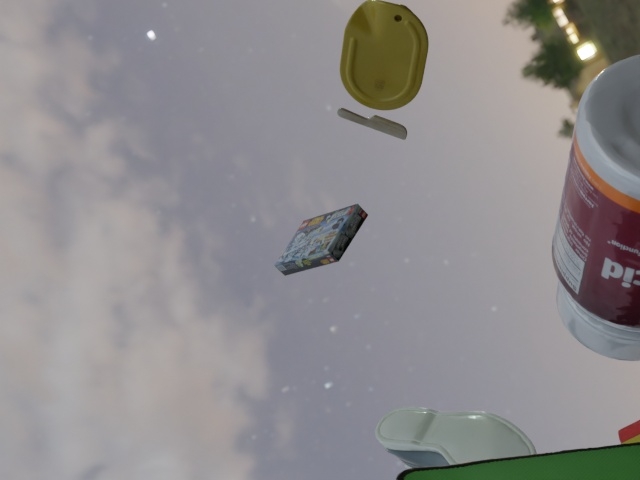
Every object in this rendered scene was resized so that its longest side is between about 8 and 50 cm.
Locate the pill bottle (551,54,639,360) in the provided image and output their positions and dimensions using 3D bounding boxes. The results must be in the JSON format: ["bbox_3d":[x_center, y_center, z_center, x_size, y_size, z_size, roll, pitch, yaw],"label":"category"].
[{"bbox_3d":[0.411,-0.024,1.372,0.392,0.224,0.224,83,172,-54],"label":"pill bottle"}]

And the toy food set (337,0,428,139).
[{"bbox_3d":[0.098,-0.273,1.659,0.071,0.128,0.217,-68,-9,-51],"label":"toy food set"}]

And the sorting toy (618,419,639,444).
[{"bbox_3d":[0.435,0.209,1.019,0.255,0.257,0.089,28,-138,-28],"label":"sorting toy"}]

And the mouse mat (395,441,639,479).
[{"bbox_3d":[0.141,0.127,0.482,0.152,0.190,0.007,-131,38,-70],"label":"mouse mat"}]

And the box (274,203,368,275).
[{"bbox_3d":[0.000,0.000,1.588,0.027,0.137,0.094,45,-121,-20],"label":"box"}]

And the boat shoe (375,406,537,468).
[{"bbox_3d":[0.234,0.351,1.806,0.116,0.319,0.099,-51,-55,-29],"label":"boat shoe"}]
